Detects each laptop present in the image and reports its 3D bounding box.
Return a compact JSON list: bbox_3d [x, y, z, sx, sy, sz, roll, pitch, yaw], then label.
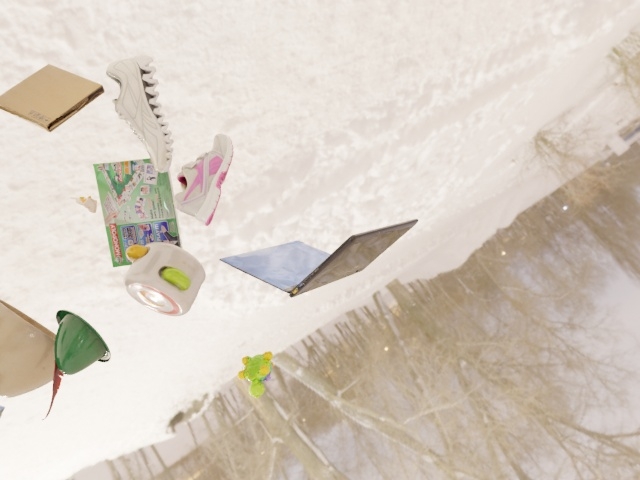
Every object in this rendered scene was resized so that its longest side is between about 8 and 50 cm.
[{"bbox_3d":[0.000,0.000,1.451,0.408,0.236,0.381,-44,164,32],"label":"laptop"}]

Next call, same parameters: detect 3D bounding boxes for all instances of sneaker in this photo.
[{"bbox_3d":[-0.452,-0.310,1.261,0.118,0.293,0.110,-19,-167,-30],"label":"sneaker"},{"bbox_3d":[-0.285,-0.165,1.216,0.103,0.111,0.253,129,-25,-57],"label":"sneaker"}]

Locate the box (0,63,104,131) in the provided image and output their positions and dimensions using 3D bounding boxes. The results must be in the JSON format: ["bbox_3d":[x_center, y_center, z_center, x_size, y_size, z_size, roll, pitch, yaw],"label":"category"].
[{"bbox_3d":[-0.621,-0.331,1.146,0.164,0.201,0.021,-52,153,-28],"label":"box"}]

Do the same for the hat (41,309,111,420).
[{"bbox_3d":[-0.644,0.307,1.235,0.172,0.209,0.184,-11,-152,39],"label":"hat"}]

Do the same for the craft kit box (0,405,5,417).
[{"bbox_3d":[-0.976,0.441,1.260,0.061,0.246,0.250,-65,-170,-6],"label":"craft kit box"}]

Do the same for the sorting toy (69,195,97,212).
[{"bbox_3d":[-0.836,-0.136,1.757,0.083,0.075,0.045,79,23,-73],"label":"sorting toy"}]

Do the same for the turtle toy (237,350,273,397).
[{"bbox_3d":[-0.172,0.368,1.378,0.095,0.066,0.130,-16,-145,18],"label":"turtle toy"}]

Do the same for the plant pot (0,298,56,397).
[{"bbox_3d":[-0.840,0.315,1.377,0.191,0.284,0.284,-56,174,-21],"label":"plant pot"}]

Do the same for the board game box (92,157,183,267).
[{"bbox_3d":[-0.551,-0.088,1.529,0.213,0.318,0.046,-7,-168,-4],"label":"board game box"}]

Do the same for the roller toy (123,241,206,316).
[{"bbox_3d":[-0.420,0.100,1.360,0.191,0.209,0.146,83,23,-52],"label":"roller toy"}]
